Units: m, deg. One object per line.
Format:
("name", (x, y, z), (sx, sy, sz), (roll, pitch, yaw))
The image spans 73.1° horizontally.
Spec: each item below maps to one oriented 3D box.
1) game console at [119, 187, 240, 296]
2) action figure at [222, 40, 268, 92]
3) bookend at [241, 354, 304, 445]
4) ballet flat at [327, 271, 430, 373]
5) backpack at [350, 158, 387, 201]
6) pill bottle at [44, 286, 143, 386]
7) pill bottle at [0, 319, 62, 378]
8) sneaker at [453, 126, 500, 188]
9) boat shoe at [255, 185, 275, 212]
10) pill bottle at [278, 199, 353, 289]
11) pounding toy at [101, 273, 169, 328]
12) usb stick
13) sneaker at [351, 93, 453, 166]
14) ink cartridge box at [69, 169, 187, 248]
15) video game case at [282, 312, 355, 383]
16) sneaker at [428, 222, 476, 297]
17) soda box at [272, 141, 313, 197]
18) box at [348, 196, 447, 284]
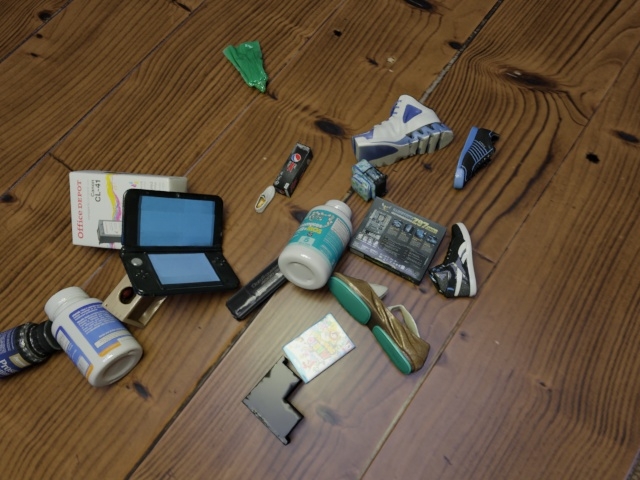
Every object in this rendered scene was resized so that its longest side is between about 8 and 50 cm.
("game console", (-0.370, 0.003, 1.174), (0.250, 0.293, 0.173), (48, 124, 37))
("action figure", (-0.246, -0.611, 1.539), (0.137, 0.063, 0.232), (-24, 65, -6))
("bookend", (-0.092, 0.415, 1.129), (0.156, 0.072, 0.157), (38, 76, 16))
("ballet flat", (0.168, 0.199, 1.176), (0.124, 0.116, 0.342), (-33, 69, -29))
("backpack", (0.140, -0.185, 1.318), (0.084, 0.105, 0.114), (-34, 65, -9))
("pill bottle", (-0.637, 0.257, 1.198), (0.272, 0.152, 0.152), (41, 78, 18))
("pill bottle", (-0.851, 0.305, 1.215), (0.220, 0.122, 0.122), (-22, 69, -2))
("sneaker", (0.478, -0.251, 1.323), (0.091, 0.081, 0.232), (19, 71, 20))
("boat shoe", (-0.176, -0.135, 1.365), (0.035, 0.035, 0.100), (28, 75, 15))
("pill bottle", (0.000, 0.000, 1.218), (0.146, 0.146, 0.264), (21, 50, 13))
("pounding toy", (-0.508, 0.125, 1.220), (0.094, 0.181, 0.206), (30, 75, 16))
("usb stick", (-0.156, 0.121, 1.262), (0.278, 0.045, 0.077), (-41, 64, -10))
("sneaker", (0.241, -0.355, 1.373), (0.316, 0.127, 0.182), (-13, 65, -7))
("ink cartridge box", (-0.568, -0.088, 1.292), (0.307, 0.131, 0.225), (4, 100, 6))
("video game case", (-0.005, 0.296, 1.196), (0.166, 0.015, 0.119), (-35, 70, -8))
("sneaker", (0.361, 0.053, 1.219), (0.122, 0.079, 0.216), (-4, 70, 2))
("soda box", (-0.086, -0.225, 1.378), (0.053, 0.060, 0.168), (24, 74, 15))
("box", (0.224, -0.002, 1.264), (0.233, 0.059, 0.183), (26, 74, 15))
